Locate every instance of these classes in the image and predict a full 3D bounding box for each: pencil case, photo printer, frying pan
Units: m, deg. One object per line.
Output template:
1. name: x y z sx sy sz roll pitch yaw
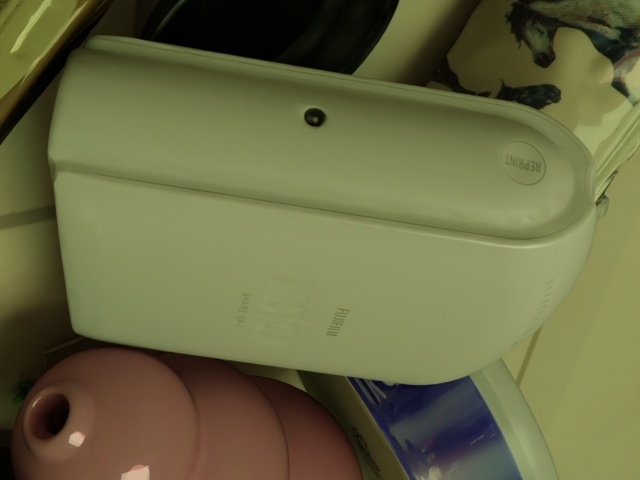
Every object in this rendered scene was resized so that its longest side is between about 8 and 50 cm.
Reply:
1. pencil case: 0.217 -0.160 0.808 0.410 0.183 0.160 -55 151 14
2. photo printer: 0.000 0.000 0.677 0.307 0.107 0.256 9 154 -6
3. frying pan: -0.067 -0.137 0.644 0.197 0.053 0.326 -43 156 18

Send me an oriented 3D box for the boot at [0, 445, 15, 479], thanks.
1. boot: -0.283 0.297 0.884 0.305 0.112 0.115 -51 151 8

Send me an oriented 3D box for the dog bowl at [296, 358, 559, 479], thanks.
1. dog bowl: 0.076 0.143 0.906 0.104 0.265 0.265 -30 140 -12

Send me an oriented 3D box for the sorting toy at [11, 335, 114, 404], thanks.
1. sorting toy: -0.194 0.095 0.837 0.083 0.012 0.062 -22 142 -29

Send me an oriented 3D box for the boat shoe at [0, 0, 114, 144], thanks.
1. boat shoe: -0.243 -0.054 0.595 0.110 0.121 0.341 39 94 -12

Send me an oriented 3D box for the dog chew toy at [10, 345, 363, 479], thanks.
1. dog chew toy: -0.101 0.176 0.829 0.206 0.206 0.332 -44 143 2
